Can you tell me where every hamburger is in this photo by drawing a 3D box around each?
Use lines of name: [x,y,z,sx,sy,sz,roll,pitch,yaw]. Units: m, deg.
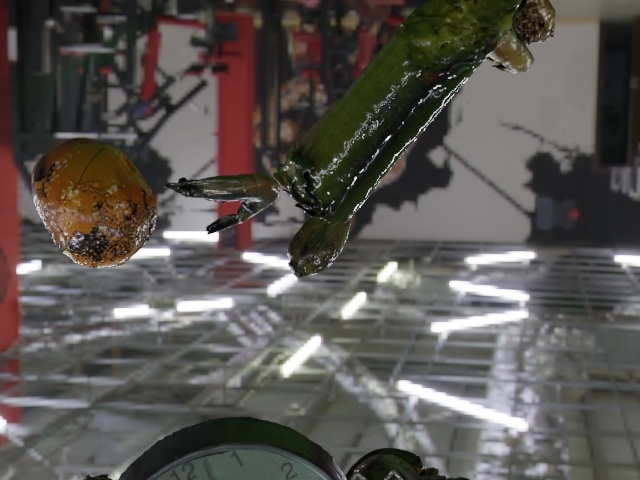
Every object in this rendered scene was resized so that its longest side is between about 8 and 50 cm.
hamburger: [0.246,-0.319,1.598,0.185,0.113,0.177,41,-173,32]

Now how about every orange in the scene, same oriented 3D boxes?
orange: [-0.384,-0.067,1.904,0.182,0.234,0.234,-38,174,15]

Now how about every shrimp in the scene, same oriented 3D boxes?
shrimp: [-0.210,-0.064,2.167,0.262,0.051,0.198,-2,148,-37]

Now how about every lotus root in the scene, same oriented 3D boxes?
lotus root: [0.000,0.000,2.118,0.089,0.179,0.080,18,150,34]

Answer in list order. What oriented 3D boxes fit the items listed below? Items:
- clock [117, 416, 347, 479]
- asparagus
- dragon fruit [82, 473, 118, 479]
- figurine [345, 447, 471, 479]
clock: [-0.106,0.369,1.350,0.319,0.318,0.066,0,-166,-10]
asparagus: [0.101,-0.186,1.398,0.128,0.382,0.108,30,-162,-39]
dragon fruit: [-0.406,0.599,2.201,0.244,0.299,0.244,-40,-172,7]
figurine: [0.120,0.439,1.971,0.309,0.143,0.308,11,-177,-1]
